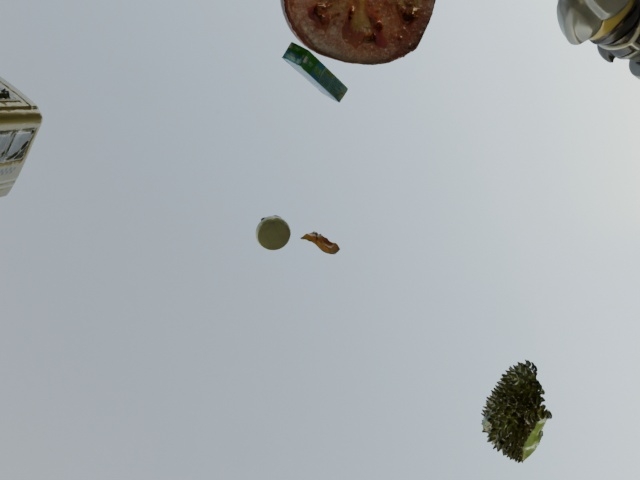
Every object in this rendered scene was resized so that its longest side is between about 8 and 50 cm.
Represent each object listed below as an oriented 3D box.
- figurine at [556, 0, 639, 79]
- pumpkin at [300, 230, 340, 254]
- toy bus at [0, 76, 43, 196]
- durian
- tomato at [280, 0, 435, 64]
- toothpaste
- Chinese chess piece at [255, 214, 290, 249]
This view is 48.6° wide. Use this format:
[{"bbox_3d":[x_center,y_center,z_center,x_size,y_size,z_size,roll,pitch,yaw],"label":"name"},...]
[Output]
[{"bbox_3d":[0.543,-0.403,1.272,0.236,0.176,0.133,25,-136,-19],"label":"figurine"},{"bbox_3d":[0.002,0.000,1.766,0.035,0.101,0.073,-65,-17,8],"label":"pumpkin"},{"bbox_3d":[-0.533,-0.131,0.900,0.177,0.202,0.365,36,-165,0],"label":"toy bus"},{"bbox_3d":[0.312,0.280,1.163,0.096,0.220,0.137,-9,-126,-10],"label":"durian"},{"bbox_3d":[0.059,-0.506,1.341,0.338,0.143,0.338,-8,-64,-18],"label":"tomato"},{"bbox_3d":[-0.009,-0.443,1.891,0.050,0.065,0.267,-57,-26,5],"label":"toothpaste"},{"bbox_3d":[-0.112,-0.017,1.672,0.084,0.084,0.034,47,-167,-26],"label":"Chinese chess piece"}]
